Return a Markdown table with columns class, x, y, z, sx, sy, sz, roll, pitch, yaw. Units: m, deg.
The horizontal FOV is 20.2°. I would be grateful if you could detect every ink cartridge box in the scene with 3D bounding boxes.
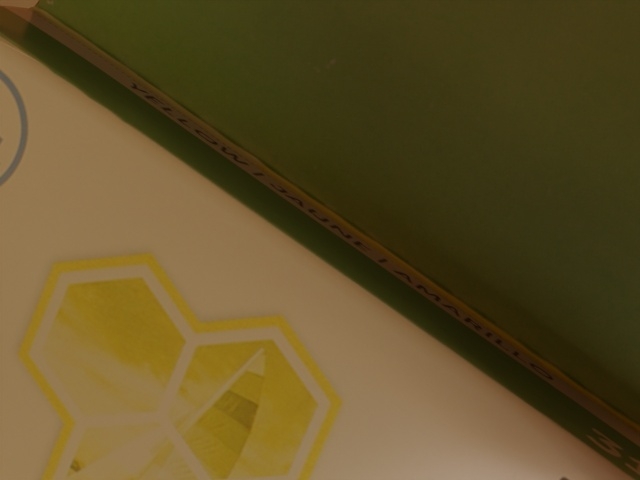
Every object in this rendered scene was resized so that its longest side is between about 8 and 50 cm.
| class | x | y | z | sx | sy | sz | roll | pitch | yaw |
| --- | --- | --- | --- | --- | --- | --- | --- | --- | --- |
| ink cartridge box | 0.000 | 0.000 | 0.346 | 0.235 | 0.171 | 0.056 | -57 | 170 | 13 |
